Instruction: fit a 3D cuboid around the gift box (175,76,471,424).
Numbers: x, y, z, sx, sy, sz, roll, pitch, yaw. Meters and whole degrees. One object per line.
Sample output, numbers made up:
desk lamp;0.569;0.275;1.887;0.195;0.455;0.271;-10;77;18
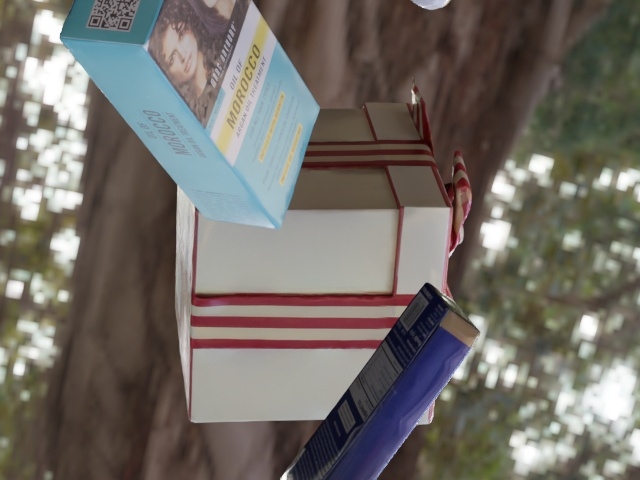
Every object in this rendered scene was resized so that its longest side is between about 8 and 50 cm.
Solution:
gift box;0.000;0.000;1.828;0.258;0.255;0.276;1;-147;-7

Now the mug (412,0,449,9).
mug;0.112;-0.241;1.792;0.078;0.064;0.062;23;-149;-17

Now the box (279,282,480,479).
box;0.033;0.139;1.482;0.036;0.225;0.136;37;-176;-8

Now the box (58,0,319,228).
box;-0.076;-0.106;1.265;0.060;0.101;0.244;8;158;23
